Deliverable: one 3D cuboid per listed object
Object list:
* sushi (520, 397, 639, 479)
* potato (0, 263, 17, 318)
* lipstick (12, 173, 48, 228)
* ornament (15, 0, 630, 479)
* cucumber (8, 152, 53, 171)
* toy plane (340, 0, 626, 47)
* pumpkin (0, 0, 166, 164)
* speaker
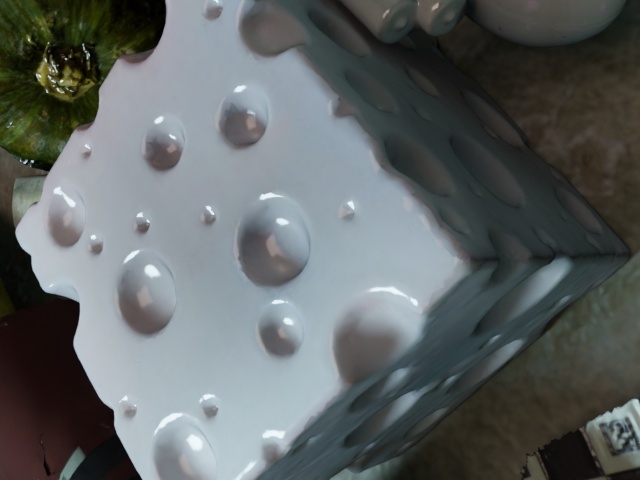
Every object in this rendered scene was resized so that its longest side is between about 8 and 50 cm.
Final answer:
[{"bbox_3d":[0.243,0.180,0.449,0.192,0.040,0.210,-42,68,37],"label":"sushi"},{"bbox_3d":[-0.469,0.152,0.876,0.397,0.289,0.296,27,135,53],"label":"potato"},{"bbox_3d":[-0.201,-0.035,0.758,0.252,0.079,0.078,3,91,36],"label":"lipstick"},{"bbox_3d":[0.000,0.000,0.507,0.240,0.239,0.240,-49,64,27],"label":"ornament"},{"bbox_3d":[-0.258,-0.193,0.809,0.074,0.074,0.242,31,105,33],"label":"cucumber"},{"bbox_3d":[0.091,-0.216,0.474,0.244,0.117,0.245,0,62,1],"label":"toy plane"},{"bbox_3d":[-0.233,-0.174,0.697,0.224,0.223,0.157,-59,32,21],"label":"pumpkin"},{"bbox_3d":[-0.193,0.207,0.587,0.259,0.198,0.329,-42,30,-12],"label":"speaker"}]
